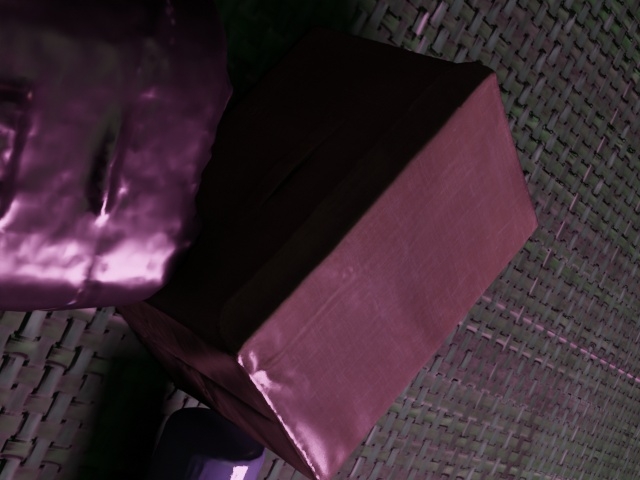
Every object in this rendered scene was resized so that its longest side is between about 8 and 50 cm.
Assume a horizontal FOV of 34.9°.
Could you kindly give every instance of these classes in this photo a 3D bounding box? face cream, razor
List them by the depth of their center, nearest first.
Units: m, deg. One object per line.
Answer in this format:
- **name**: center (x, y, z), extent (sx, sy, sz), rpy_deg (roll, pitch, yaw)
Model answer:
- **razor**: center (-0.188, -0.058, 0.434), extent (0.326, 0.107, 0.189), rpy_deg (4, 107, -48)
- **face cream**: center (-0.133, 0.299, 0.705), extent (0.135, 0.086, 0.385), rpy_deg (6, 110, -49)

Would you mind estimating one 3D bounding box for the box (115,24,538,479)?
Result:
- **box**: center (0.000, 0.000, 0.640), extent (0.231, 0.149, 0.155), rpy_deg (-49, 138, -19)
